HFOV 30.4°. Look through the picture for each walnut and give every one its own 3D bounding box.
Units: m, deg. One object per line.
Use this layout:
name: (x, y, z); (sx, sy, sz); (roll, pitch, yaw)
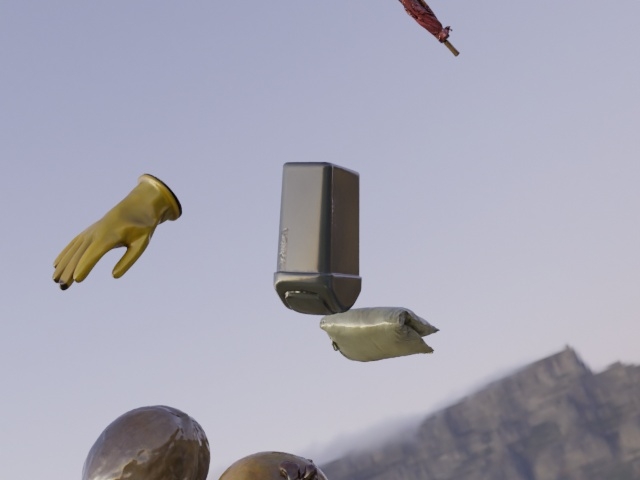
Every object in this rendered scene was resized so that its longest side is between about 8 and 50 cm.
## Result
walnut: (-0.200, 0.264, 1.341); (0.162, 0.140, 0.140); (-45, -22, 4)

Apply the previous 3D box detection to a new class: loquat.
loquat: (-0.045, 0.283, 1.159); (0.137, 0.163, 0.163); (9, -29, -22)

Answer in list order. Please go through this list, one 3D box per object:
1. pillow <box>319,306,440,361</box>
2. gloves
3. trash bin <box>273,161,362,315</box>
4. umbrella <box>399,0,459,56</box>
pillow: (0.103, 0.162, 2.073); (0.181, 0.078, 0.134); (-6, -29, 29)
gloves: (-0.421, -0.002, 2.359); (0.294, 0.116, 0.133); (-44, 21, -28)
trash bin: (0.000, 0.000, 1.861); (0.101, 0.236, 0.177); (1, -3, 23)
umbrella: (0.116, -0.287, 1.444); (0.027, 0.165, 0.025); (-50, 15, -9)
